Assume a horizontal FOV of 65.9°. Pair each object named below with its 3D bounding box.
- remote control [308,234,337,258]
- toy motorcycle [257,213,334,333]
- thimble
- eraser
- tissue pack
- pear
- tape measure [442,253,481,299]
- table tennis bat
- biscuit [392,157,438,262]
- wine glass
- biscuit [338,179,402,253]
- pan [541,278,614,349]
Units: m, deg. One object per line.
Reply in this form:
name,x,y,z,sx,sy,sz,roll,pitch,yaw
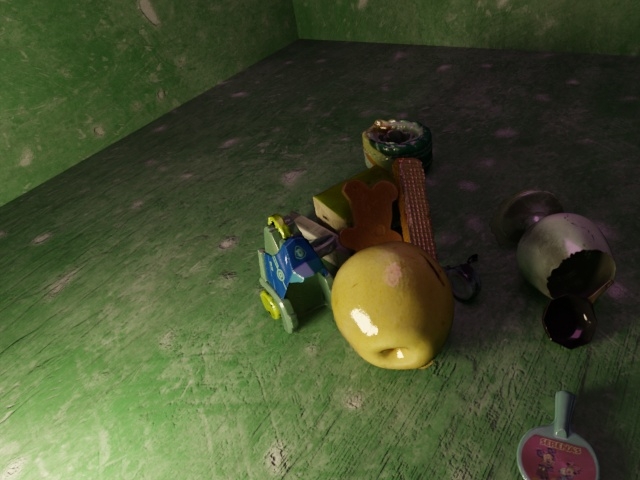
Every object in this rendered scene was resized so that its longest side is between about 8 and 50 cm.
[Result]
remote control,-0.043,0.035,1.548,0.104,0.052,0.247,-37,13,-38
toy motorcycle,-0.061,0.090,1.341,0.191,0.326,0.200,-29,43,-21
thimble,0.302,-0.368,1.963,0.254,0.167,0.288,-28,42,-22
eraser,0.000,0.000,1.632,0.061,0.089,0.352,-36,43,-25
tissue pack,0.146,-0.108,1.667,0.275,0.167,0.200,-27,42,-21
pear,0.177,0.161,1.224,0.309,0.309,0.309,-7,38,5
tape measure,0.439,0.097,1.411,0.180,0.107,0.104,-20,-5,-41
table tennis bat,0.496,0.420,1.022,0.153,0.040,0.244,10,47,26
biscuit,0.296,-0.088,1.544,0.094,0.054,0.378,0,70,-15
wine glass,0.634,0.014,1.351,0.238,0.238,0.323,-9,29,3
biscuit,0.146,-0.020,1.501,0.216,0.339,0.047,0,-9,-22
pan,0.643,0.187,1.225,0.202,0.128,0.048,-18,-5,-4
